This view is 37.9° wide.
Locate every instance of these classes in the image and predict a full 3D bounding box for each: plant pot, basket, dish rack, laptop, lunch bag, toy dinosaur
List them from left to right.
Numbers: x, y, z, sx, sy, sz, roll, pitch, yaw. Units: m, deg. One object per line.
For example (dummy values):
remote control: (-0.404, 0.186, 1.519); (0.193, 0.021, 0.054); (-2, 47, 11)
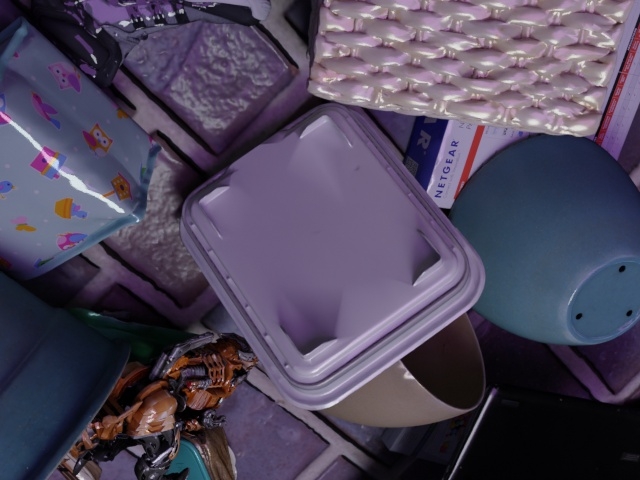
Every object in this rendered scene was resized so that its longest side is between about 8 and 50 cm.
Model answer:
plant pot: (-0.438, 0.130, 0.969); (0.334, 0.341, 0.341); (44, 94, -13)
lunch bag: (-0.343, -0.080, 1.013); (0.262, 0.160, 0.223); (-23, 131, 30)
toy dinosaur: (-0.221, 0.210, 1.151); (0.322, 0.164, 0.218); (-2, 129, -28)
dish rack: (0.000, 0.000, 1.114); (0.285, 0.333, 0.072); (-35, 156, -3)
plant pot: (0.065, 0.138, 1.269); (0.191, 0.284, 0.284); (-33, 129, 26)
basket: (0.162, -0.300, 0.998); (0.331, 0.266, 0.328); (9, 113, -3)
laptop: (0.275, 0.373, 1.493); (0.382, 0.236, 0.408); (14, 106, -30)
plant pot: (0.336, 0.028, 1.252); (0.290, 0.195, 0.290); (-11, 124, -17)

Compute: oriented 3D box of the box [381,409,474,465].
box: (0.211, 0.297, 1.531); (0.186, 0.038, 0.145); (22, 106, -32)

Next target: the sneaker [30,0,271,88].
sneaker: (-0.196, -0.242, 1.034); (0.268, 0.101, 0.153); (9, 113, -21)

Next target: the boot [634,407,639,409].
boot: (0.607, 0.402, 1.726); (0.207, 0.094, 0.247); (-9, 113, -15)

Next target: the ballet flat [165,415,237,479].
ballet flat: (-0.152, 0.392, 1.368); (0.116, 0.124, 0.342); (-4, 111, 23)

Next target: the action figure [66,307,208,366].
action figure: (-0.274, 0.137, 1.216); (0.232, 0.063, 0.137); (27, 105, -36)

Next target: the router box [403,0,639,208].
router box: (0.295, -0.201, 1.280); (0.301, 0.082, 0.335); (5, 113, -26)

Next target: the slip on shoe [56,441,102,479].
slip on shoe: (-0.347, 0.293, 1.282); (0.135, 0.051, 0.041); (57, 46, -26)
